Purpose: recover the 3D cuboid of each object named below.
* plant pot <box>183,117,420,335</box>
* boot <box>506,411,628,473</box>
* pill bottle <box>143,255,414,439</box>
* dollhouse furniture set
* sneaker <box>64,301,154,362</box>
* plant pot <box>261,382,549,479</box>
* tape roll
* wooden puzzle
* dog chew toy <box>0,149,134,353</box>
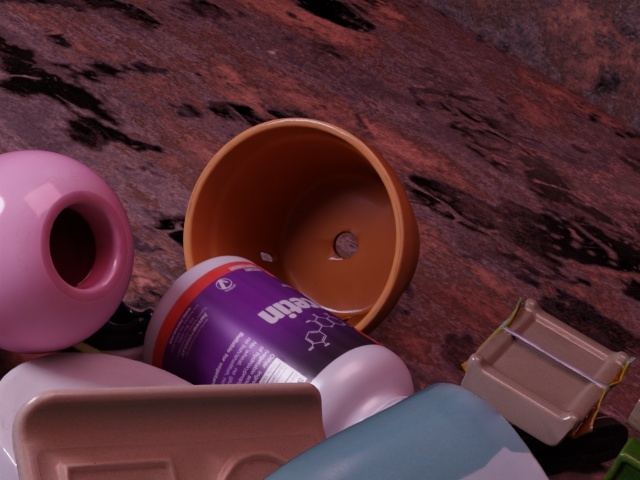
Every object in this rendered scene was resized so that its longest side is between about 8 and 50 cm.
[{"bbox_3d":[0.000,0.000,2.012,0.291,0.291,0.203,33,10,20],"label":"plant pot"},{"bbox_3d":[0.272,0.231,2.023,0.197,0.077,0.137,9,16,-35],"label":"boot"},{"bbox_3d":[-0.028,0.157,1.705,0.323,0.182,0.181,31,24,35],"label":"pill bottle"},{"bbox_3d":[0.307,0.231,1.904,0.301,0.151,0.197,31,33,17],"label":"dollhouse furniture set"},{"bbox_3d":[-0.280,0.066,1.812,0.234,0.097,0.084,27,24,8],"label":"sneaker"},{"bbox_3d":[0.041,0.289,1.258,0.235,0.293,0.293,-19,42,-21],"label":"plant pot"},{"bbox_3d":[-0.196,0.230,1.553,0.286,0.100,0.286,19,25,-9],"label":"tape roll"},{"bbox_3d":[-0.103,0.301,1.373,0.322,0.080,0.348,2,68,-38],"label":"wooden puzzle"},{"bbox_3d":[-0.349,0.018,1.667,0.331,0.207,0.206,-6,-1,43],"label":"dog chew toy"}]
